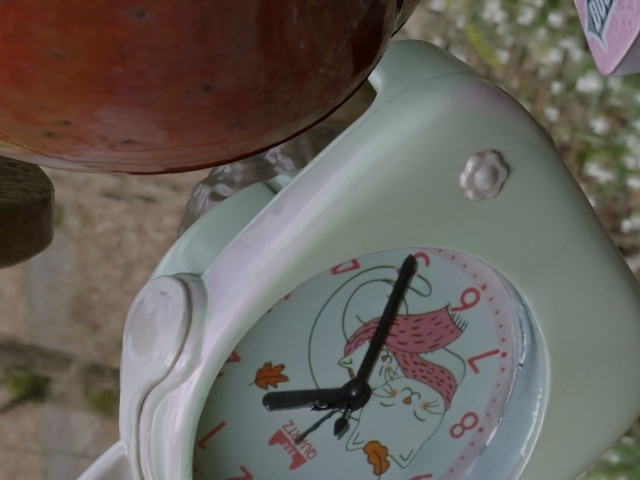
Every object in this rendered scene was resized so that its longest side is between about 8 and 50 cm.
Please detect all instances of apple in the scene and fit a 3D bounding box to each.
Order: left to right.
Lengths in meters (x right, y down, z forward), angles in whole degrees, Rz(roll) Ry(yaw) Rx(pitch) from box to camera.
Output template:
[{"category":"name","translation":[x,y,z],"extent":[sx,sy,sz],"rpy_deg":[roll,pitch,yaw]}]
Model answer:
[{"category":"apple","translation":[-0.057,-0.127,0.446],"extent":[0.234,0.234,0.234],"rpy_deg":[-167,90,-72]}]

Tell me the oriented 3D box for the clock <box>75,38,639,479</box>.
[{"category":"clock","translation":[0.013,0.072,1.019],"extent":[0.324,0.265,0.108],"rpy_deg":[-38,36,-4]}]

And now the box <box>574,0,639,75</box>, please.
[{"category":"box","translation":[0.386,-0.222,1.359],"extent":[0.190,0.369,0.112],"rpy_deg":[105,154,-65]}]

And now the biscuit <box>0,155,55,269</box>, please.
[{"category":"biscuit","translation":[-0.376,-0.047,1.295],"extent":[0.350,0.394,0.070],"rpy_deg":[25,106,30]}]

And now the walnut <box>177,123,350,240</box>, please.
[{"category":"walnut","translation":[0.000,0.002,1.157],"extent":[0.230,0.178,0.178],"rpy_deg":[147,135,-85]}]
